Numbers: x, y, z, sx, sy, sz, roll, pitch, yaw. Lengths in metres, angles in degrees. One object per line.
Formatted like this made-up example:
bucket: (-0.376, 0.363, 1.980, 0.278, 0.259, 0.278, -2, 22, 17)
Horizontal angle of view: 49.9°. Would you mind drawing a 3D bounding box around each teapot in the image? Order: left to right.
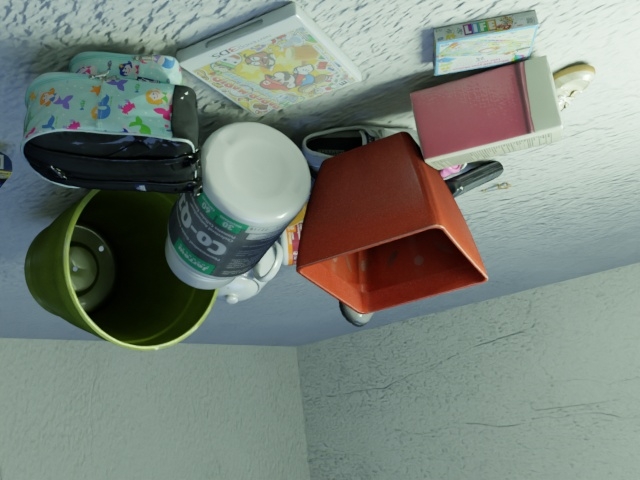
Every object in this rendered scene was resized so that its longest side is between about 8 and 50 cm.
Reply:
teapot: (-0.230, 0.078, 1.832, 0.253, 0.187, 0.256, 0, 148, -5)

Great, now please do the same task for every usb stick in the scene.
usb stick: (0.327, -0.132, 1.513, 0.077, 0.045, 0.278, -21, -179, 36)

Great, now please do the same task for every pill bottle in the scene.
pill bottle: (-0.174, -0.048, 1.307, 0.204, 0.204, 0.361, 1, 155, -25)
pill bottle: (0.000, 0.000, 1.856, 0.221, 0.121, 0.121, -5, 164, -7)

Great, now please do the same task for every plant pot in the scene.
plant pot: (-0.473, 0.056, 1.527, 0.353, 0.366, 0.367, -7, 168, 44)
plant pot: (0.124, -0.039, 1.274, 0.268, 0.235, 0.267, -18, 149, 23)

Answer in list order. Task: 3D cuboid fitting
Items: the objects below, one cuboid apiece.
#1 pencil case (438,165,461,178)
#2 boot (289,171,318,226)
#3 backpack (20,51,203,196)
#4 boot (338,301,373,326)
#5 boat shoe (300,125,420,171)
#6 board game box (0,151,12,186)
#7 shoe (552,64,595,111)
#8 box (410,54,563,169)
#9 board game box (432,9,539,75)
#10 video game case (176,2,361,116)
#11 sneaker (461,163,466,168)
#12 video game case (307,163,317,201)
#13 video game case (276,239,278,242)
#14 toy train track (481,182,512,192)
pencil case: (0.202, -0.159, 1.464, 0.209, 0.098, 0.095, -26, -160, 47)
boot: (-0.034, -0.123, 1.494, 0.295, 0.104, 0.211, -12, 159, -2)
backpack: (-0.310, -0.167, 1.031, 0.254, 0.191, 0.225, -5, 163, -9)
boot: (0.171, 0.056, 1.832, 0.118, 0.338, 0.223, 28, 155, -15)
boat shoe: (0.090, -0.178, 1.336, 0.258, 0.095, 0.084, -8, 168, -1)
board game box: (-0.686, -0.128, 1.245, 0.194, 0.060, 0.194, 6, 160, -39)
shoe: (0.432, -0.253, 1.283, 0.077, 0.058, 0.219, 0, 163, -22)
box: (0.290, -0.215, 1.195, 0.233, 0.126, 0.149, -13, 176, 18)
board game box: (0.255, -0.308, 1.082, 0.154, 0.026, 0.103, -9, 164, 5)
video game case: (-0.073, -0.270, 1.074, 0.206, 0.026, 0.227, -14, 163, 24)
sneaker: (0.260, -0.169, 1.528, 0.071, 0.068, 0.170, -13, 180, -41)
video game case: (-0.142, -0.121, 1.401, 0.274, 0.026, 0.196, -13, 142, 34)
video game case: (-0.257, 0.018, 1.983, 0.285, 0.025, 0.204, -11, 164, 13)
toy train track: (0.455, -0.137, 1.774, 0.083, 0.014, 0.048, -13, 171, 40)
